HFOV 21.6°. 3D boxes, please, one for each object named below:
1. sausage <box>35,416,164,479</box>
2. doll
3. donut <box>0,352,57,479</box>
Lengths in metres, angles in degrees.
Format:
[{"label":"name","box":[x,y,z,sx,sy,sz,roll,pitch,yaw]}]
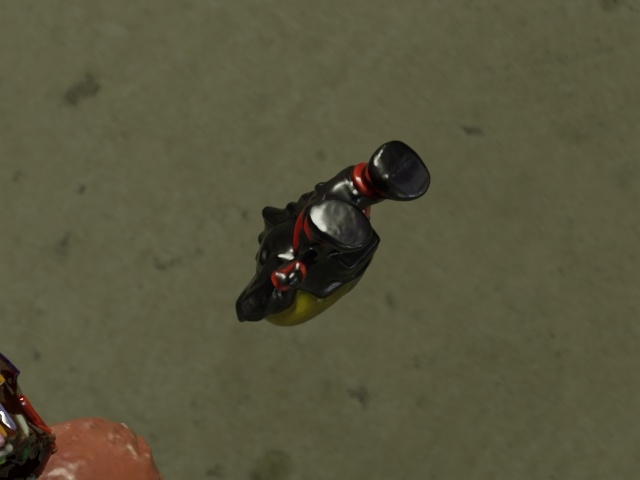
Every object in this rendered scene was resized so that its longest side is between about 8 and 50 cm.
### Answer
[{"label":"sausage","box":[-0.181,0.242,1.097,0.148,0.148,0.254,-4,75,27]},{"label":"doll","box":[0.001,0.003,1.183,0.127,0.248,0.088,-16,81,-23]},{"label":"donut","box":[-0.259,0.117,0.913,0.235,0.235,0.089,-22,76,20]}]
